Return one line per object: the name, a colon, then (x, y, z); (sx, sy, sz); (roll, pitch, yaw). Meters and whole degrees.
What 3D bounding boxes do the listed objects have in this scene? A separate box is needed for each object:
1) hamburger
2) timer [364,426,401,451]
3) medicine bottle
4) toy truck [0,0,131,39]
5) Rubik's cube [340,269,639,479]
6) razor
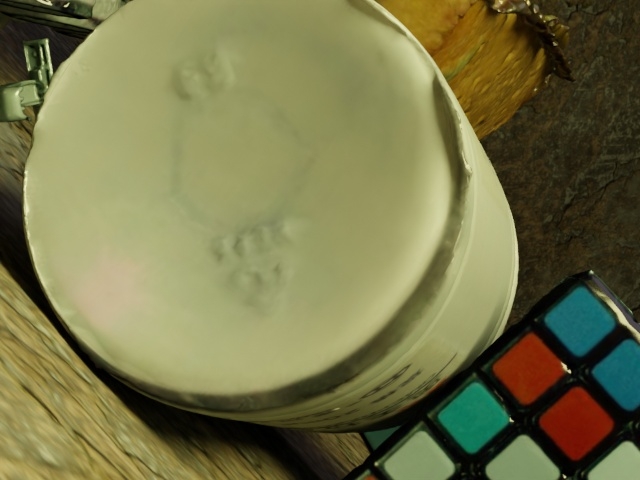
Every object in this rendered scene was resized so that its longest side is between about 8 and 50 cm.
hamburger: (0.003, -0.146, 1.359); (0.268, 0.287, 0.445); (46, 7, 9)
timer: (0.126, 0.216, 1.375); (0.232, 0.091, 0.250); (45, -9, -14)
medicine bottle: (-0.005, -0.001, 0.886); (0.190, 0.190, 0.332); (47, 2, 13)
toy truck: (-0.201, -0.221, 1.083); (0.207, 0.173, 0.387); (11, 1, 1)
Rubik's cube: (0.134, 0.146, 0.929); (0.184, 0.187, 0.182); (45, 2, 15)
razor: (-0.179, -0.082, 1.060); (0.191, 0.037, 0.068); (-111, -168, -82)
